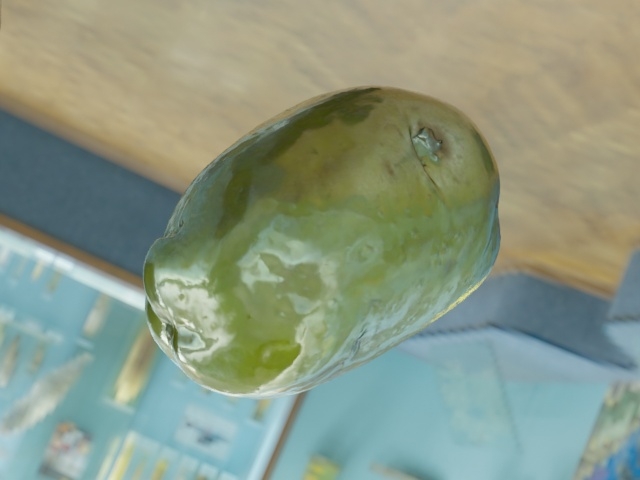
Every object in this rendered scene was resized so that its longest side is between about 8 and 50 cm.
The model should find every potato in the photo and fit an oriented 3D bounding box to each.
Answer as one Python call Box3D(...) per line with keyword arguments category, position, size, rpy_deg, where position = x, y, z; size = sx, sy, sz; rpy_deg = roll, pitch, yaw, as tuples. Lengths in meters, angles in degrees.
Box3D(category="potato", position=(0.003, 0.004, 0.903), size=(0.137, 0.200, 0.155), rpy_deg=(42, 147, 41))
